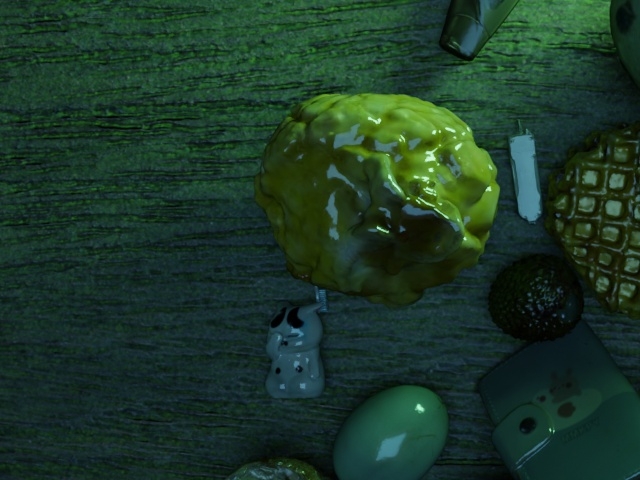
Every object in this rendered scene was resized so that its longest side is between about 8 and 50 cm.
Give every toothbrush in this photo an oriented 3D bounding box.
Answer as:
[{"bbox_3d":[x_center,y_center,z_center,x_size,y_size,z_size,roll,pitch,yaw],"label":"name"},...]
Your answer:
[{"bbox_3d":[0.000,0.000,1.859,0.027,0.021,0.269,-1,94,-7],"label":"toothbrush"}]

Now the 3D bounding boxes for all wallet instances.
[{"bbox_3d":[0.410,0.303,1.700,0.252,0.360,0.083,-32,128,6],"label":"wallet"}]

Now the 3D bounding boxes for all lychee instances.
[{"bbox_3d":[0.372,0.101,1.769,0.171,0.171,0.171,0,93,5],"label":"lychee"}]

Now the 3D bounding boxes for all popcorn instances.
[{"bbox_3d":[0.098,-0.076,1.705,0.354,0.344,0.390,-33,61,-33],"label":"popcorn"}]

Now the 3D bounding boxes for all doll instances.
[{"bbox_3d":[-0.045,0.203,1.832,0.110,0.107,0.180,-2,94,25],"label":"doll"}]

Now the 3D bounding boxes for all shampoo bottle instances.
[{"bbox_3d":[0.316,-0.481,1.769,0.126,0.084,0.350,27,96,6],"label":"shampoo bottle"}]

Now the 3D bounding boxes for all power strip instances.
[{"bbox_3d":[0.364,-0.122,1.813,0.048,0.030,0.191,-8,93,7],"label":"power strip"}]

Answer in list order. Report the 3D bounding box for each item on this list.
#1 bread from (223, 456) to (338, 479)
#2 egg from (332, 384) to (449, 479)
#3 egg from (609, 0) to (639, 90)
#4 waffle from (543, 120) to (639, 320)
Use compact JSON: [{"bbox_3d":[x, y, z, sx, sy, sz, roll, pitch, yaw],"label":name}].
[{"bbox_3d":[-0.020,0.495,1.804,0.314,0.192,0.171,35,91,11],"label":"bread"},{"bbox_3d":[0.125,0.353,1.795,0.231,0.168,0.168,-40,89,1],"label":"egg"},{"bbox_3d":[0.671,-0.324,1.618,0.428,0.345,0.345,19,95,13],"label":"egg"},{"bbox_3d":[0.534,-0.035,1.748,0.261,0.151,0.324,-33,89,3],"label":"waffle"}]
